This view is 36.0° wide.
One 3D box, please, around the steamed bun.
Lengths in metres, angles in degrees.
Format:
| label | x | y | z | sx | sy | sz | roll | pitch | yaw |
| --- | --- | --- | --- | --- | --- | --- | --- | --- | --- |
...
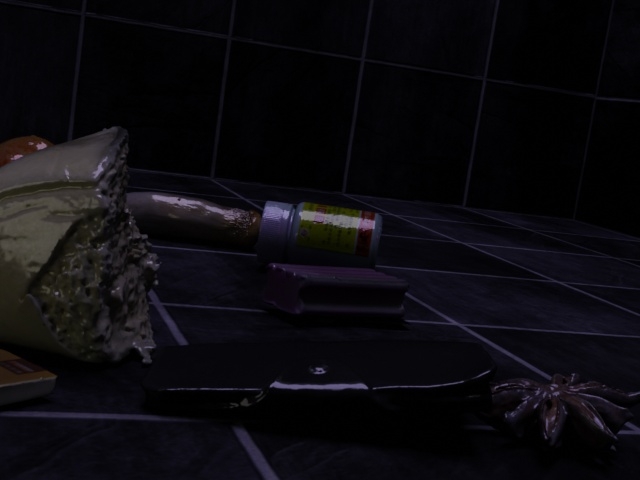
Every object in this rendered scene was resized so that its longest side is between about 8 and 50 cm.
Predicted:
| label | x | y | z | sx | sy | sz | roll | pitch | yaw |
| --- | --- | --- | --- | --- | --- | --- | --- | --- | --- |
| steamed bun | -0.315 | -0.011 | 1.204 | 0.274 | 0.272 | 0.290 | 7 | 4 | -5 |

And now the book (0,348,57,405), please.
| label | x | y | z | sx | sy | sz | roll | pitch | yaw |
| --- | --- | --- | --- | --- | --- | --- | --- | --- | --- |
| book | -0.478 | 0.125 | 0.899 | 0.269 | 0.032 | 0.389 | 15 | 11 | 33 |

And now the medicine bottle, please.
| label | x | y | z | sx | sy | sz | roll | pitch | yaw |
| --- | --- | --- | --- | --- | --- | --- | --- | --- | --- |
| medicine bottle | 0.000 | 0.000 | 1.879 | 0.226 | 0.139 | 0.139 | 8 | 8 | 3 |

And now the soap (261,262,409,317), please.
| label | x | y | z | sx | sy | sz | roll | pitch | yaw |
| --- | --- | --- | --- | --- | --- | --- | --- | --- | --- |
| soap | 0.023 | 0.079 | 1.539 | 0.203 | 0.065 | 0.122 | 4 | 7 | -32 |

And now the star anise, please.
| label | x | y | z | sx | sy | sz | roll | pitch | yaw |
| --- | --- | --- | --- | --- | --- | --- | --- | --- | --- |
| star anise | 0.253 | 0.188 | 1.091 | 0.183 | 0.065 | 0.195 | 10 | 19 | 30 |

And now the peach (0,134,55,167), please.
| label | x | y | z | sx | sy | sz | roll | pitch | yaw |
| --- | --- | --- | --- | --- | --- | --- | --- | --- | --- |
| peach | -0.483 | -0.076 | 1.702 | 0.233 | 0.232 | 0.232 | 8 | 8 | -1 |

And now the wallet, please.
| label | x | y | z | sx | sy | sz | roll | pitch | yaw |
| --- | --- | --- | --- | --- | --- | --- | --- | --- | --- |
| wallet | -0.004 | 0.144 | 1.070 | 0.378 | 0.051 | 0.197 | -1 | 7 | 1 |

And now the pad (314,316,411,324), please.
| label | x | y | z | sx | sy | sz | roll | pitch | yaw |
| --- | --- | --- | --- | --- | --- | --- | --- | --- | --- |
| pad | 0.029 | 0.108 | 1.630 | 0.160 | 0.009 | 0.265 | 5 | 7 | -19 |

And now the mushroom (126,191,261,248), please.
| label | x | y | z | sx | sy | sz | roll | pitch | yaw |
| --- | --- | --- | --- | --- | --- | --- | --- | --- | --- |
| mushroom | -0.296 | -0.045 | 2.094 | 0.352 | 0.094 | 0.123 | 9 | -12 | 4 |
